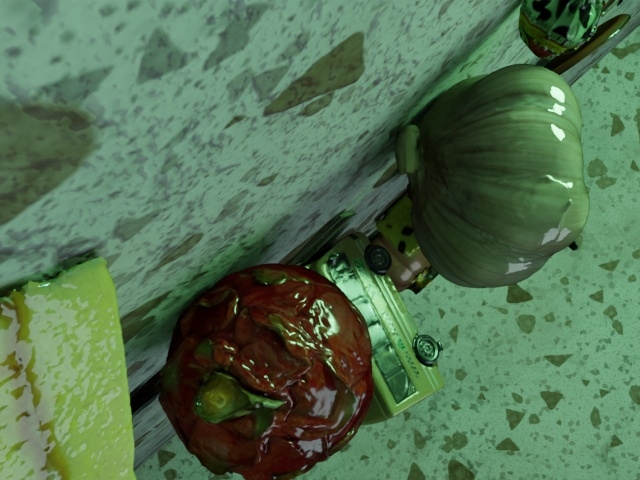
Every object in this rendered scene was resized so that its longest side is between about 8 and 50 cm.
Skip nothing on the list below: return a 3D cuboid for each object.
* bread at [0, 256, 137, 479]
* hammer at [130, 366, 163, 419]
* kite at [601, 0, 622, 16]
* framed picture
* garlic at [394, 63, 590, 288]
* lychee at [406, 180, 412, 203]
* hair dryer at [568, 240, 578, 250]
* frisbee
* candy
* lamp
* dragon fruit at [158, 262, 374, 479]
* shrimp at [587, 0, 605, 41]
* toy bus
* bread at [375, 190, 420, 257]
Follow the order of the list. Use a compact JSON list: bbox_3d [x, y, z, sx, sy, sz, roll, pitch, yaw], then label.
[{"bbox_3d":[-0.203,0.162,0.406,0.168,0.163,0.264,-32,167,-46],"label":"bread"},{"bbox_3d":[-0.249,0.241,1.084,0.137,0.037,0.290,-44,172,30],"label":"hammer"},{"bbox_3d":[0.628,-0.530,1.117,0.321,0.016,0.234,-46,169,-10],"label":"kite"},{"bbox_3d":[0.000,0.000,1.066,0.149,0.011,0.109,-43,172,16],"label":"framed picture"},{"bbox_3d":[0.236,-0.080,0.794,0.241,0.322,0.322,-16,174,5],"label":"garlic"},{"bbox_3d":[0.262,-0.109,1.103,0.200,0.200,0.238,-39,160,-15],"label":"lychee"},{"bbox_3d":[0.404,-0.121,1.159,0.107,0.344,0.189,-23,166,-23],"label":"hair dryer"},{"bbox_3d":[0.590,-0.435,1.324,0.251,0.021,0.251,-40,-174,5],"label":"frisbee"},{"bbox_3d":[0.325,-0.334,0.613,0.091,0.083,0.305,6,136,-27],"label":"candy"},{"bbox_3d":[0.273,0.061,1.895,0.305,0.239,0.305,-41,171,-8],"label":"lamp"},{"bbox_3d":[-0.063,0.167,0.743,0.277,0.277,0.342,-41,171,0],"label":"dragon fruit"},{"bbox_3d":[0.572,-0.468,1.226,0.162,0.045,0.095,-26,141,-48],"label":"shrimp"},{"bbox_3d":[0.083,0.178,1.182,0.202,0.365,0.177,-21,169,-35],"label":"toy bus"},{"bbox_3d":[0.305,-0.110,1.479,0.361,0.138,0.077,-45,170,23],"label":"bread"}]
